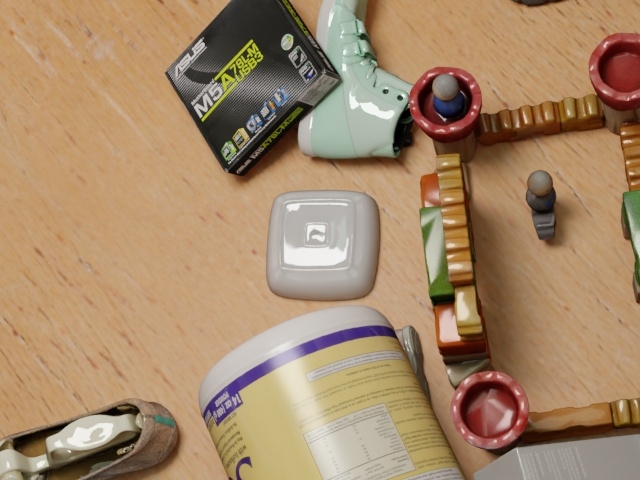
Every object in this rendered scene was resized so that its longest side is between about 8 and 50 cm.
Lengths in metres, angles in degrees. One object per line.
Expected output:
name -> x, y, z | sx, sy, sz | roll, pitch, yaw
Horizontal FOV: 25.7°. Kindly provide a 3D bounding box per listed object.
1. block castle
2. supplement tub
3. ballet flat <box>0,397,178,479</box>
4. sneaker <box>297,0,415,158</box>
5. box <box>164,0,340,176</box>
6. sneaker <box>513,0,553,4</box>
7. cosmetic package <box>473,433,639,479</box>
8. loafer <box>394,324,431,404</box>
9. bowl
block castle -> 0.268, 0.005, 1.590 | 0.303, 0.213, 0.453 | -9, 71, 8
supplement tub -> 0.030, 0.264, 1.536 | 0.241, 0.241, 0.331 | -26, 69, 2
ballet flat -> -0.328, 0.259, 1.677 | 0.316, 0.106, 0.108 | -23, 69, 3
sneaker -> 0.070, -0.222, 1.762 | 0.151, 0.094, 0.256 | 8, 84, 19
box -> -0.089, -0.209, 1.769 | 0.190, 0.045, 0.184 | -43, 63, 22
sneaker -> 0.379, -0.392, 1.736 | 0.340, 0.140, 0.125 | -19, 68, 3
cosmetic package -> 0.297, 0.279, 1.485 | 0.238, 0.107, 0.127 | 1, 64, -27
loafer -> 0.103, 0.164, 1.665 | 0.039, 0.045, 0.125 | -18, 62, 22
bowl -> 0.000, 0.000, 1.728 | 0.142, 0.053, 0.142 | 1, 73, 9
